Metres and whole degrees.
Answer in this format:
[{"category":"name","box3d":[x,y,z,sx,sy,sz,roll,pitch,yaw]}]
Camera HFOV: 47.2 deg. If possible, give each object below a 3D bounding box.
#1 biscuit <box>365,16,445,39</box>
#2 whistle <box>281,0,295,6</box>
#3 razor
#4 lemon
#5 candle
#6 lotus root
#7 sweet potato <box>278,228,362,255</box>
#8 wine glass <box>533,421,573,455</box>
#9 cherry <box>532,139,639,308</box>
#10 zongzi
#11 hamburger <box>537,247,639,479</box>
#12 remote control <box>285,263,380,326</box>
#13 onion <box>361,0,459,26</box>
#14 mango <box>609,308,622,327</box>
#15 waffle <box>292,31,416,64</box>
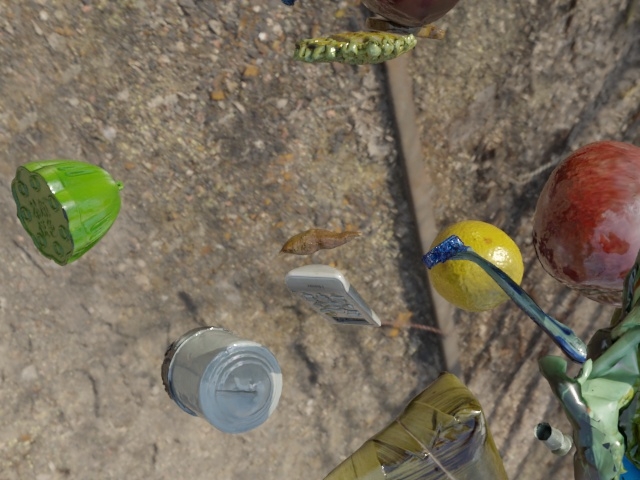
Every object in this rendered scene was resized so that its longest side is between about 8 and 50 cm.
[{"category":"biscuit","box3d":[0.181,-0.465,1.598,0.236,0.179,0.039,-40,141,-67]},{"category":"whistle","box3d":[0.021,-0.634,1.675,0.304,0.062,0.062,-43,141,-26]},{"category":"razor","box3d":[0.321,0.092,1.236,0.093,0.324,0.056,-31,147,-32]},{"category":"lemon","box3d":[0.395,0.066,1.855,0.228,0.253,0.229,-10,109,-32]},{"category":"candle","box3d":[-0.218,0.324,1.696,0.221,0.342,0.222,-3,96,-33]},{"category":"lotus root","box3d":[-0.411,-0.069,1.268,0.186,0.186,0.186,-25,134,-29]},{"category":"sweet potato","box3d":[-0.001,-0.003,1.885,0.226,0.068,0.068,-12,140,13]},{"category":"wine glass","box3d":[0.384,0.324,1.209,0.042,0.039,0.083,-29,134,21]},{"category":"cherry","box3d":[0.416,-0.029,1.023,0.239,0.206,0.240,-4,98,-27]},{"category":"zongzi","box3d":[0.145,0.388,1.127,0.300,0.145,0.274,-32,119,-14]},{"category":"hamburger","box3d":[0.309,0.112,0.537,0.260,0.150,0.276,45,71,-25]},{"category":"remote control","box3d":[0.032,0.106,1.395,0.313,0.109,0.055,49,45,-64]},{"category":"onion","box3d":[0.142,-0.640,1.378,0.420,0.398,0.399,30,99,-12]},{"category":"mango","box3d":[0.590,0.127,1.288,0.156,0.114,0.251,-54,162,-50]},{"category":"waffle","box3d":[0.060,-0.344,1.312,0.214,0.207,0.054,-28,121,-53]}]
